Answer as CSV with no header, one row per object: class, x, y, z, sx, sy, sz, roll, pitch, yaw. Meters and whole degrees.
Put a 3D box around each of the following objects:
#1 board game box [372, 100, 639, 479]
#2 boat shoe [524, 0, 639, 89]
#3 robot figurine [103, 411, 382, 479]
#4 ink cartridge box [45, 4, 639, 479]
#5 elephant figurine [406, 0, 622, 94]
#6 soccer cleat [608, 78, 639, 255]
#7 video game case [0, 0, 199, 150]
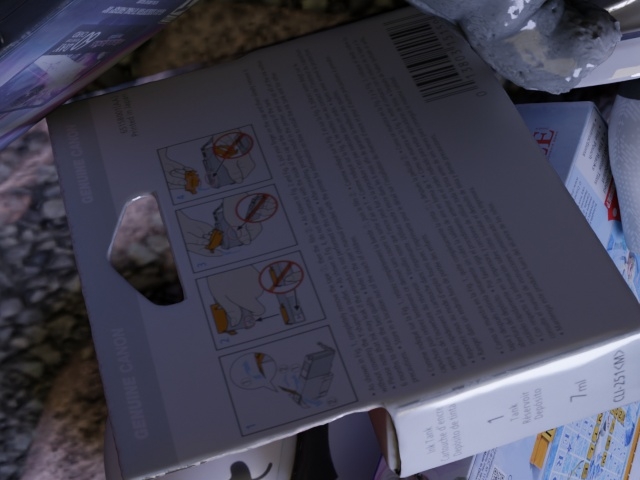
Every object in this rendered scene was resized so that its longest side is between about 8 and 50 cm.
board game box,0.165,0.131,0.878,0.066,0.319,0.318,3,149,39
boat shoe,0.229,-0.163,0.764,0.267,0.096,0.088,-20,107,5
robot figurine,-0.001,0.139,0.887,0.278,0.209,0.173,12,140,-30
ink cartridge box,0.000,0.000,0.691,0.238,0.275,0.060,-17,135,-5
elephant figurine,0.125,-0.206,0.659,0.169,0.186,0.239,38,102,-4
soccer cleat,0.329,-0.059,0.856,0.331,0.116,0.143,-7,107,-15
video game case,-0.168,-0.062,0.650,0.274,0.196,0.026,-36,92,12
